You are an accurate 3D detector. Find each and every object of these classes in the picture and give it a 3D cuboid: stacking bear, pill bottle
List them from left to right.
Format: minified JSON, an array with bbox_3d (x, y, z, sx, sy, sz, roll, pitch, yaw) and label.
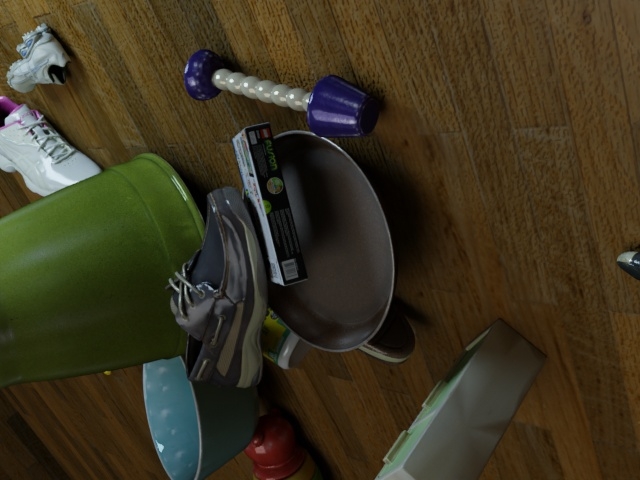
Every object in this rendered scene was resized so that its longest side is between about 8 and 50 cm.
[{"bbox_3d":[-0.108,0.119,1.237,0.208,0.117,0.117,32,142,17],"label":"pill bottle"},{"bbox_3d":[-0.085,0.509,1.580,0.164,0.175,0.289,-1,117,35],"label":"stacking bear"}]

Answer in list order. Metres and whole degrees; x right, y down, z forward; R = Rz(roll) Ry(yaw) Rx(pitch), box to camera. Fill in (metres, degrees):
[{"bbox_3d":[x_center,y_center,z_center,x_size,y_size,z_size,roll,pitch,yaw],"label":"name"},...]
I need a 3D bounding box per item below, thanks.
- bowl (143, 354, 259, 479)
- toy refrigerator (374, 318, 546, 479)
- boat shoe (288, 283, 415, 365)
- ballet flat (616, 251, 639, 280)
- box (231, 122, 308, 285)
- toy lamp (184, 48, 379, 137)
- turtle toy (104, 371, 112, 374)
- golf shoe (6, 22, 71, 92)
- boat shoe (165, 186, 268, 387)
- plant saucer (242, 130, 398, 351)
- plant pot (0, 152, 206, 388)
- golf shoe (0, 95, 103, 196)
[{"bbox_3d":[-0.235,0.332,1.479,0.311,0.163,0.311,19,113,56],"label":"bowl"},{"bbox_3d":[0.181,0.232,0.941,0.094,0.269,0.102,40,145,6],"label":"toy refrigerator"},{"bbox_3d":[0.040,0.116,1.122,0.257,0.095,0.095,37,148,30],"label":"boat shoe"},{"bbox_3d":[0.395,0.034,0.742,0.173,0.049,0.057,13,167,41],"label":"ballet flat"},{"bbox_3d":[-0.070,-0.046,0.966,0.114,0.036,0.207,-176,71,-75],"label":"box"},{"bbox_3d":[-0.053,-0.185,0.915,0.274,0.080,0.080,18,137,30],"label":"toy lamp"},{"bbox_3d":[-0.525,0.272,1.828,0.066,0.095,0.130,-11,120,24],"label":"turtle toy"},{"bbox_3d":[-0.482,-0.289,1.241,0.086,0.069,0.176,44,146,-10],"label":"golf shoe"},{"bbox_3d":[-0.153,0.090,1.049,0.132,0.130,0.355,-122,28,-52],"label":"boat shoe"},{"bbox_3d":[0.000,0.000,1.001,0.310,0.050,0.311,20,118,43],"label":"plant saucer"},{"bbox_3d":[-0.404,0.071,1.181,0.366,0.353,0.366,31,130,46],"label":"plant pot"},{"bbox_3d":[-0.534,-0.174,1.367,0.306,0.115,0.140,24,137,23],"label":"golf shoe"}]
